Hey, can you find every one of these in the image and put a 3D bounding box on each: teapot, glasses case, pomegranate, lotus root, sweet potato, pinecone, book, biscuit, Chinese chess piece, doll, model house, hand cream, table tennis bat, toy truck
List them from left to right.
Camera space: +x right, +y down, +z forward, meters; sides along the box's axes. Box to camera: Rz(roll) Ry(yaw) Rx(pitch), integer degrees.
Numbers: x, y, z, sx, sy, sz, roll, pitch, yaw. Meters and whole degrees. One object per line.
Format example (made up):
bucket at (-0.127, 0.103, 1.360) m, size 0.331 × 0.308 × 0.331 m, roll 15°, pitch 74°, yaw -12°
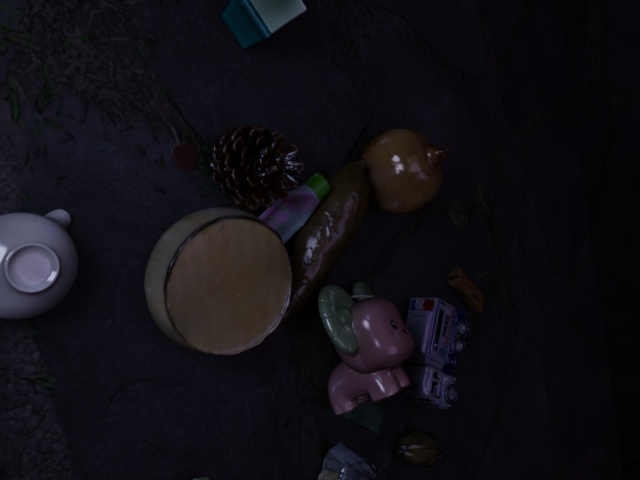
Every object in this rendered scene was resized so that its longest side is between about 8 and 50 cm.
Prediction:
teapot at (-0.412, 0.042, 0.707) m, size 0.226 × 0.092 × 0.145 m, roll -52°, pitch 122°, yaw -30°
table tennis bat at (-0.247, -0.164, 0.935) m, size 0.050 × 0.007 × 0.083 m, roll -31°, pitch 112°, yaw -41°
Chinese chess piece at (-0.172, 0.070, 0.908) m, size 0.257 × 0.104 × 0.257 m, roll -5°, pitch 99°, yaw -36°
model house at (-0.116, -0.450, 1.000) m, size 0.100 × 0.149 × 0.127 m, roll 50°, pitch 11°, yaw -30°
pinecone at (-0.109, -0.136, 0.963) m, size 0.163 × 0.165 × 0.162 m, roll -6°, pitch 99°, yaw -42°
hand cream at (-0.087, -0.025, 1.033) m, size 0.079 × 0.050 × 0.275 m, roll 46°, pitch 75°, yaw -4°
sweet potato at (-0.002, 0.004, 1.102) m, size 0.130 × 0.131 × 0.422 m, roll 45°, pitch 64°, yaw -35°
biscuit at (0.027, 0.615, 1.137) m, size 0.186 × 0.079 × 0.309 m, roll 44°, pitch 58°, yaw -37°
doll at (0.087, 0.223, 1.165) m, size 0.284 × 0.216 × 0.268 m, roll 5°, pitch 59°, yaw -62°
book at (0.117, 0.402, 1.278) m, size 0.135 × 0.017 × 0.103 m, roll 39°, pitch 63°, yaw -38°
pomegranate at (0.191, -0.164, 1.253) m, size 0.207 × 0.207 × 0.207 m, roll 2°, pitch 87°, yaw -46°
lotus root at (0.260, 0.546, 1.374) m, size 0.179 × 0.081 × 0.089 m, roll 23°, pitch 86°, yaw -38°
toy truck at (0.286, 0.295, 1.384) m, size 0.155 × 0.124 × 0.267 m, roll 30°, pitch 66°, yaw -33°
glasses case at (0.448, 0.154, 1.609) m, size 0.170 × 0.041 × 0.064 m, roll 43°, pitch 49°, yaw -35°

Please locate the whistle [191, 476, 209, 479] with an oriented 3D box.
whistle at (-0.216, 0.524, 0.887) m, size 0.105 × 0.085 × 0.227 m, roll 14°, pitch 78°, yaw -39°
